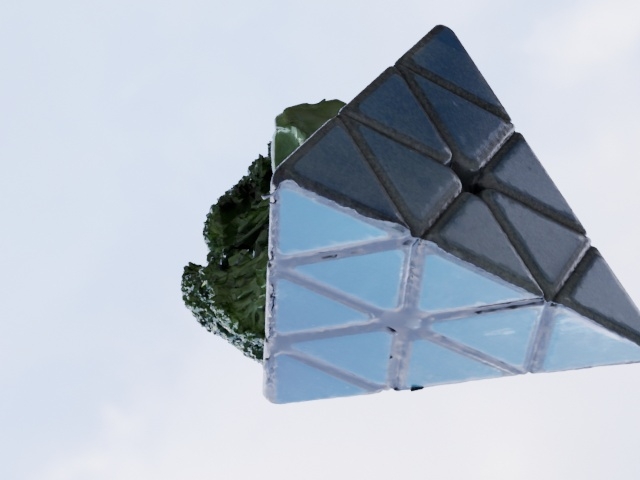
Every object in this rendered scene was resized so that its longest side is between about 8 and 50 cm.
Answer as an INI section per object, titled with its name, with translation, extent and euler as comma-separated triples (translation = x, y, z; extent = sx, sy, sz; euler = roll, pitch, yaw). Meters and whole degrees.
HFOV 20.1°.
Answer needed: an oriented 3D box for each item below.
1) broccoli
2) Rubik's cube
[broccoli]
translation = 0.000, 0.000, 1.619
extent = 0.269, 0.242, 0.261
euler = -20, -138, -39
[Rubik's cube]
translation = 0.062, 0.000, 1.252
extent = 0.233, 0.228, 0.229
euler = -23, -162, -15
